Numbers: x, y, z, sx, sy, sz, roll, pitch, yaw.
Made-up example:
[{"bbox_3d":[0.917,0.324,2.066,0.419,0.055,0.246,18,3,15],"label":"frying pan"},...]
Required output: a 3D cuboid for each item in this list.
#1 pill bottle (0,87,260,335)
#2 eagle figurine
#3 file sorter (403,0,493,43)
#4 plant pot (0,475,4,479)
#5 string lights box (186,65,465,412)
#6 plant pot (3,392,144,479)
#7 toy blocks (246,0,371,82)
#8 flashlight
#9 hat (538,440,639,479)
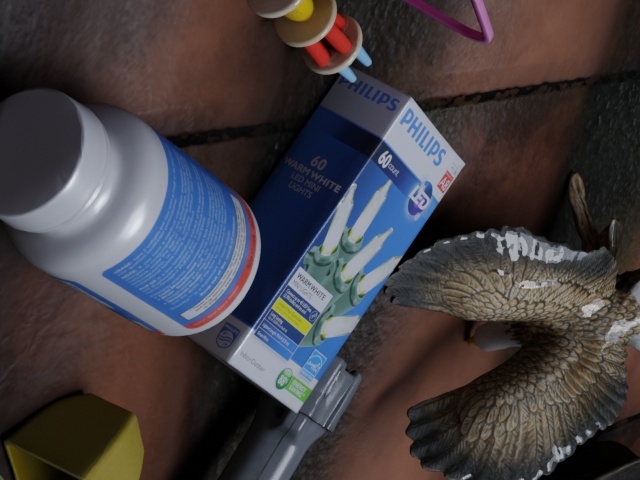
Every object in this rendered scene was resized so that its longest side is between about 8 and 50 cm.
[{"bbox_3d":[-0.142,-0.021,1.245,0.124,0.124,0.221,-57,149,-4],"label":"pill bottle"},{"bbox_3d":[0.213,0.089,1.766,0.298,0.226,0.225,-22,153,-50],"label":"eagle figurine"},{"bbox_3d":[0.107,-0.308,1.205,0.290,0.182,0.202,-56,164,-4],"label":"file sorter"},{"bbox_3d":[-0.306,0.287,1.184,0.275,0.275,0.293,-44,161,-22],"label":"plant pot"},{"bbox_3d":[0.000,0.000,1.498,0.259,0.077,0.133,-56,146,-6],"label":"string lights box"},{"bbox_3d":[-0.181,0.167,1.392,0.083,0.081,0.081,-48,147,-36],"label":"plant pot"},{"bbox_3d":[0.017,-0.193,1.385,0.123,0.054,0.148,-56,148,-3],"label":"toy blocks"},{"bbox_3d":[-0.074,0.229,1.577,0.304,0.103,0.103,-59,144,-8],"label":"flashlight"},{"bbox_3d":[0.322,0.325,2.152,0.331,0.134,0.331,-19,134,-20],"label":"hat"}]
